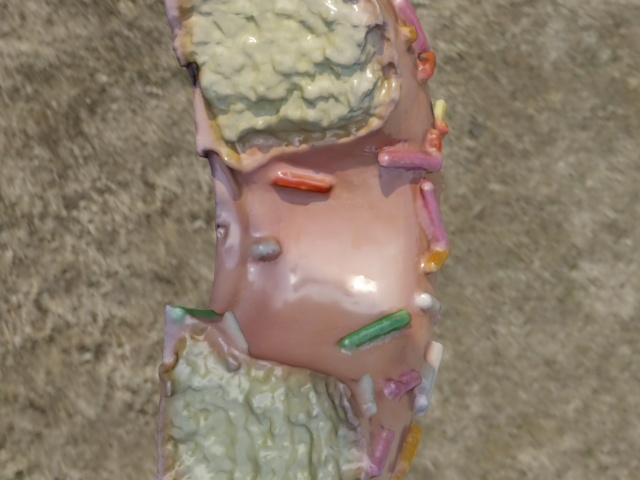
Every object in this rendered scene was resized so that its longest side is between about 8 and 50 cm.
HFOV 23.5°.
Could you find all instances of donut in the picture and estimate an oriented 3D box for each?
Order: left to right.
[{"bbox_3d":[0.000,0.000,0.423,0.065,0.117,0.166,4,98,16],"label":"donut"}]
